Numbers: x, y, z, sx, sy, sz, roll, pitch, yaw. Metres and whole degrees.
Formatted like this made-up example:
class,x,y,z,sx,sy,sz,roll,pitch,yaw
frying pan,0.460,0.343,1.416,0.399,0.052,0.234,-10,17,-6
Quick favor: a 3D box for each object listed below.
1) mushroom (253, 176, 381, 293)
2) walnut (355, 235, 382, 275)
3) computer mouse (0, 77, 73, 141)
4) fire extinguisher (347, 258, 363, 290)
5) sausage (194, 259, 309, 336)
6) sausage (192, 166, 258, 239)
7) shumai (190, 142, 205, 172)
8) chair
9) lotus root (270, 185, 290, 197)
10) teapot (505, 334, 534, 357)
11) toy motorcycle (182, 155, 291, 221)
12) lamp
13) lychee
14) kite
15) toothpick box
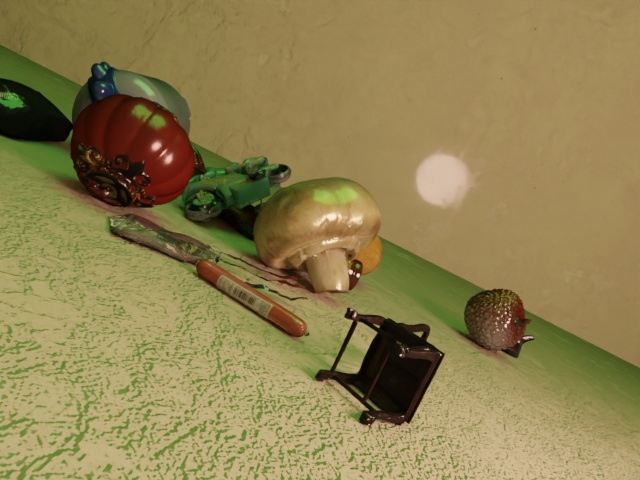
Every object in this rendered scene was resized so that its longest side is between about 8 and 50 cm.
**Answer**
class,x,y,z,sx,sy,sz,roll,pitch,yaw
mushroom,0.000,0.000,1.238,0.254,0.260,0.235,18,49,-60
walnut,0.069,0.019,1.535,0.159,0.159,0.206,33,3,39
computer mouse,-0.658,-0.290,1.325,0.170,0.100,0.269,29,7,-1
fire extinguisher,-0.032,0.031,1.403,0.252,0.075,0.106,24,2,-14
sausage,-0.107,0.085,0.922,0.223,0.029,0.029,30,8,20
sausage,-0.242,-0.093,1.528,0.371,0.082,0.082,34,10,35
shumai,-0.426,-0.246,1.906,0.105,0.139,0.123,-13,-4,-28
chair,0.111,0.168,0.817,0.229,0.106,0.113,17,11,-48
lotus root,-0.060,-0.062,1.627,0.182,0.183,0.310,30,14,23
teapot,0.503,0.247,1.688,0.177,0.096,0.087,26,8,1
toy motorcycle,-0.213,-0.123,1.436,0.296,0.109,0.198,-28,35,-33
lamp,-0.345,-0.155,1.120,0.226,0.227,0.227,26,7,-4
lychee,0.456,0.203,1.562,0.165,0.165,0.197,20,-7,-42
kite,-0.192,0.029,1.060,0.360,0.022,0.204,22,8,-10
toothpick box,-0.473,-0.309,1.513,0.262,0.263,0.355,26,9,-6
